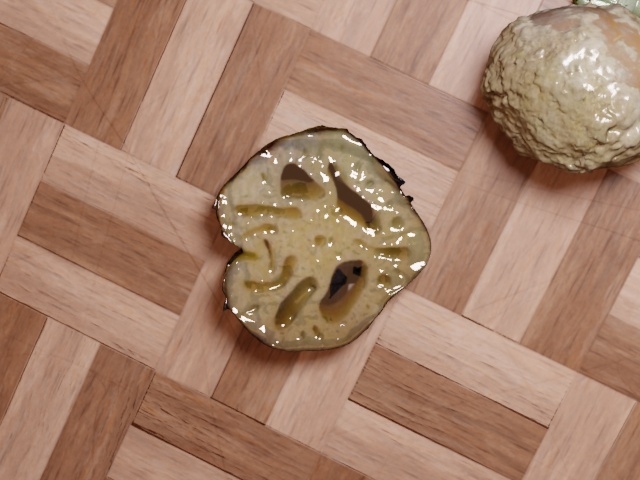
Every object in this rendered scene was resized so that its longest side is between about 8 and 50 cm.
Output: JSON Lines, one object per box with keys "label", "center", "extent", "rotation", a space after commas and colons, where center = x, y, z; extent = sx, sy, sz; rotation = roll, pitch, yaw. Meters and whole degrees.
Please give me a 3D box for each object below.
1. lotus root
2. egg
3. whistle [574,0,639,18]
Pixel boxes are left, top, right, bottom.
{"label": "lotus root", "center": [0.000, 0.000, 1.712], "extent": [0.375, 0.111, 0.390], "rotation": [6, 93, 5]}
{"label": "egg", "center": [0.407, -0.235, 1.565], "extent": [0.310, 0.279, 0.279], "rotation": [22, 98, 30]}
{"label": "whistle", "center": [0.510, -0.383, 1.635], "extent": [0.198, 0.057, 0.104], "rotation": [20, 98, 6]}
